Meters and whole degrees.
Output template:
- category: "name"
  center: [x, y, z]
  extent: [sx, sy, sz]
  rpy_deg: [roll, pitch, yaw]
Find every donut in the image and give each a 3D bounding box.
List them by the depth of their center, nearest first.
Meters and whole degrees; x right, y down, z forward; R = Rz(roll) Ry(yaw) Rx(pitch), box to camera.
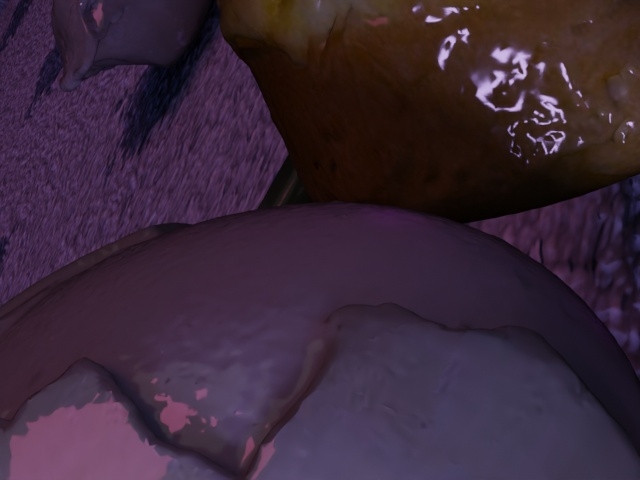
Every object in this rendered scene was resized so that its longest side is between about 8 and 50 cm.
- category: "donut"
  center: [0.084, -0.091, 0.545]
  extent: [0.261, 0.128, 0.208]
  rpy_deg: [-25, 9, -41]

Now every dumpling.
- category: "dumpling"
  center: [-0.187, -0.255, 1.504]
  extent: [0.175, 0.243, 0.227]
  rpy_deg: [61, 153, 19]

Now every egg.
- category: "egg"
  center: [-0.020, 0.127, 0.472]
  extent: [0.336, 0.278, 0.278]
  rpy_deg: [-48, 26, 33]

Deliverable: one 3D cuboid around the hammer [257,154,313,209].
- category: "hammer"
  center: [-0.034, 0.004, 0.897]
  extent: [0.335, 0.119, 0.206]
  rpy_deg: [-61, 23, -13]
